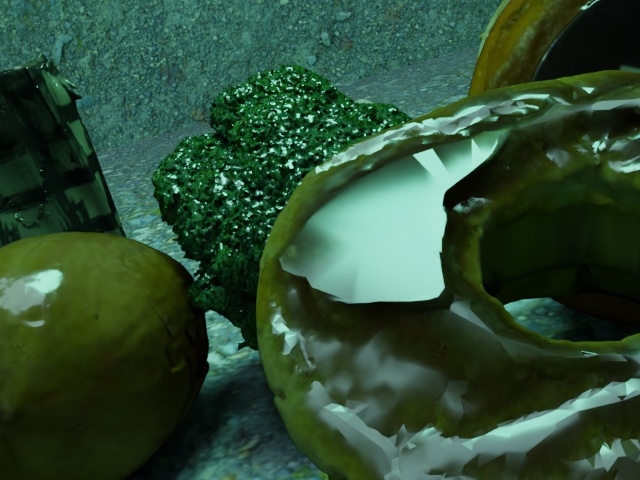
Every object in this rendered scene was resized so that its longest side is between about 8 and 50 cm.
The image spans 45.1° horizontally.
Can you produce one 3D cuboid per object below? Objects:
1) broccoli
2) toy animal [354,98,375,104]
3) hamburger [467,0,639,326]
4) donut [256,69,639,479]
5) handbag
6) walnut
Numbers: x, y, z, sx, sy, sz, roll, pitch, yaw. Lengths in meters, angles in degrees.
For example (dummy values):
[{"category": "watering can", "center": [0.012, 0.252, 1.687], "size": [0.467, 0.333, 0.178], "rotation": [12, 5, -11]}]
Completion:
[{"category": "broccoli", "center": [0.000, 0.000, 0.640], "size": [0.265, 0.294, 0.245], "rotation": [-40, -2, -32]}, {"category": "toy animal", "center": [0.024, -0.126, 1.040], "size": [0.124, 0.124, 0.212], "rotation": [-21, 15, -17]}, {"category": "hamburger", "center": [0.279, -0.107, 0.619], "size": [0.329, 0.330, 0.250], "rotation": [-11, 16, 15]}, {"category": "donut", "center": [0.137, 0.042, 0.418], "size": [0.329, 0.160, 0.330], "rotation": [-6, 56, 9]}, {"category": "handbag", "center": [-0.390, -0.012, 0.873], "size": [0.325, 0.327, 0.162], "rotation": [-21, 22, -13]}, {"category": "walnut", "center": [-0.185, 0.085, 0.617], "size": [0.203, 0.203, 0.298], "rotation": [-11, 14, 12]}]
